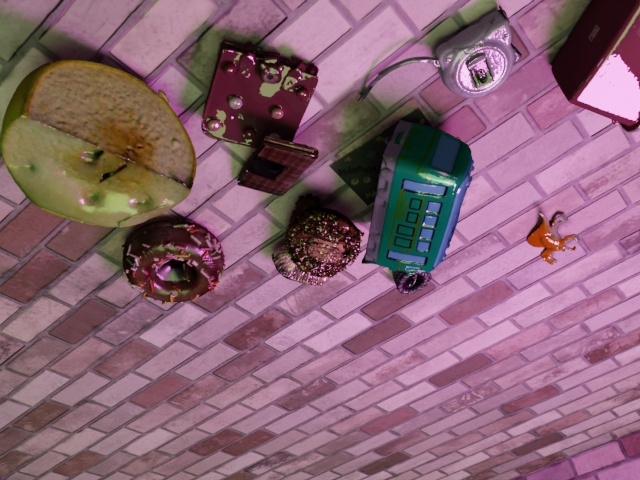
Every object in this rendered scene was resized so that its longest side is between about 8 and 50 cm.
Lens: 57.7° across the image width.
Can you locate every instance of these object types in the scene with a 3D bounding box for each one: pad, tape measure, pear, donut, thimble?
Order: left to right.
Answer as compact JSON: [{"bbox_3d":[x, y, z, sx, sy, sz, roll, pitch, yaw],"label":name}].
[{"bbox_3d":[-0.459,-0.172,1.158,0.342,0.238,0.318,25,139,-35],"label":"pear"},{"bbox_3d":[-0.373,0.061,1.478,0.270,0.103,0.269,-4,133,-4],"label":"donut"},{"bbox_3d":[0.168,-0.188,1.367,0.245,0.006,0.170,-31,131,21],"label":"pad"},{"bbox_3d":[0.251,0.098,1.620,0.104,0.066,0.095,-33,132,24],"label":"thimble"},{"bbox_3d":[0.241,-0.325,1.184,0.330,0.084,0.164,-29,127,18],"label":"tape measure"}]

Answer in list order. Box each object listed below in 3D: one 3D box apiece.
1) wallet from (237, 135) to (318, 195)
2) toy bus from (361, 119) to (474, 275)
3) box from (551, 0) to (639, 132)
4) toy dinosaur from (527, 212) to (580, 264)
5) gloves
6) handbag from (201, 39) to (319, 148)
[{"bbox_3d":[-0.099,-0.158,1.272,0.124,0.042,0.230,11,163,-19],"label":"wallet"},{"bbox_3d":[0.219,-0.082,1.320,0.199,0.183,0.343,17,136,10],"label":"toy bus"},{"bbox_3d":[0.592,-0.376,1.109,0.167,0.193,0.294,12,132,-12],"label":"box"},{"bbox_3d":[0.615,-0.014,1.578,0.212,0.057,0.142,33,143,-20],"label":"toy dinosaur"},{"bbox_3d":[-0.005,0.003,1.439,0.210,0.135,0.312,35,146,-10],"label":"gloves"},{"bbox_3d":[-0.126,-0.287,1.182,0.203,0.074,0.216,11,133,-20],"label":"handbag"}]
